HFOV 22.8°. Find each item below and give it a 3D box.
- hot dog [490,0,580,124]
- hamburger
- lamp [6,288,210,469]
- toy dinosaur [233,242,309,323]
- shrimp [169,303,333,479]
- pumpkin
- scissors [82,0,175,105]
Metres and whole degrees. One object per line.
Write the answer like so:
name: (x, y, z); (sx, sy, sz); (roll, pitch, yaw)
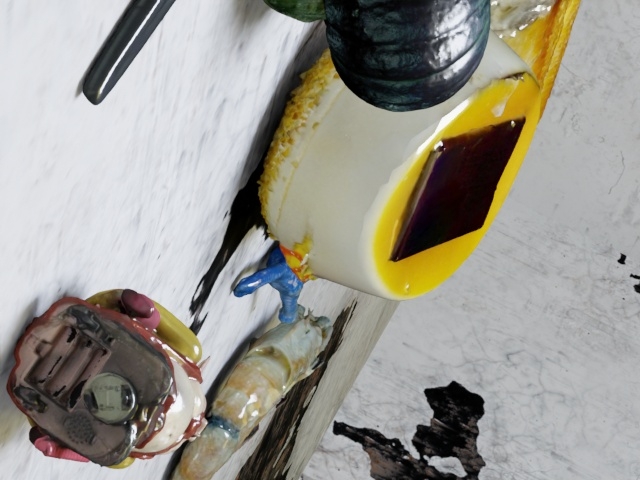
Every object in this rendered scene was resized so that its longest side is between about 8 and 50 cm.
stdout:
hot dog: (0.177, -0.224, 1.746); (0.365, 0.196, 0.367); (93, 23, -51)
hamburger: (0.064, -0.085, 1.436); (0.276, 0.179, 0.294); (-24, 141, -49)
lamp: (-0.130, 0.100, 1.068); (0.118, 0.118, 0.253); (-62, 171, -6)
toy dinosaur: (0.000, 0.000, 1.697); (0.247, 0.075, 0.188); (-38, 170, -14)
shrimp: (-0.083, 0.191, 1.888); (0.247, 0.085, 0.360); (-57, 175, 39)
pumpkin: (0.053, -0.182, 1.112); (0.150, 0.194, 0.194); (-23, -166, 28)
scissors: (-0.073, -0.164, 0.895); (0.220, 0.017, 0.088); (-59, 172, -21)
